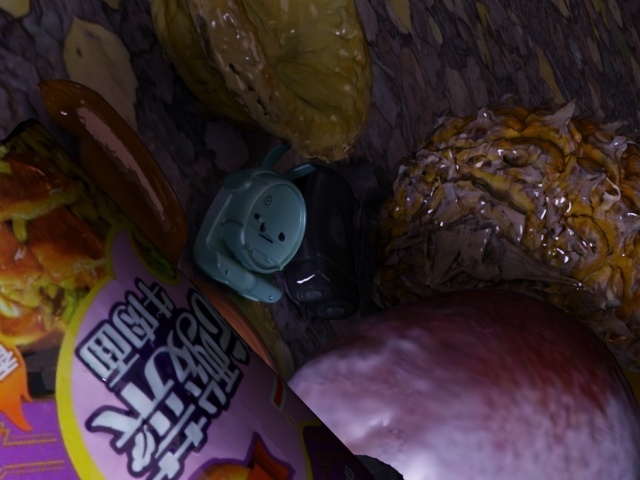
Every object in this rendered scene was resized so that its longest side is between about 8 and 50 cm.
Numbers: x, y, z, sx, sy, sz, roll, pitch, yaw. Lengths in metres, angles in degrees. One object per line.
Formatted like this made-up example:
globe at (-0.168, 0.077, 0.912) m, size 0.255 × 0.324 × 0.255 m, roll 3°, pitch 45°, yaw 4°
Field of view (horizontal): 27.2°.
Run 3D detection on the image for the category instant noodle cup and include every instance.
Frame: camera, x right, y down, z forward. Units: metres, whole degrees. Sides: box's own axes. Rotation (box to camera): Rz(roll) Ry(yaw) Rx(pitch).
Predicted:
instant noodle cup at (-0.158, 0.113, 0.641) m, size 0.266 × 0.340 × 0.340 m, roll 56°, pitch 29°, yaw -12°

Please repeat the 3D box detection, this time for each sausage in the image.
sausage at (-0.156, -0.055, 1.029) m, size 0.183 × 0.054 × 0.062 m, roll 59°, pitch 1°, yaw -18°

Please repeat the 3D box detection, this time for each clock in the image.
clock at (-0.052, -0.019, 1.155) m, size 0.101 × 0.041 × 0.135 m, roll 32°, pitch 78°, yaw -50°

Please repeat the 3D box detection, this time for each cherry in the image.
cherry at (0.116, 0.205, 1.144) m, size 0.335 × 0.291 × 0.326 m, roll -10°, pitch 110°, yaw -49°

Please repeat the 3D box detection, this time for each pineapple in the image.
pineapple at (0.223, 0.015, 1.414) m, size 0.300 × 0.352 × 0.352 m, roll -6°, pitch 79°, yaw -57°

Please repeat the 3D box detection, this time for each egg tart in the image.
egg tart at (-0.065, -0.207, 1.228) m, size 0.315 × 0.120 × 0.315 m, roll 43°, pitch 36°, yaw -43°

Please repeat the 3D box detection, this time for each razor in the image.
razor at (0.000, 0.000, 1.290) m, size 0.090 × 0.054 × 0.148 m, roll 42°, pitch 38°, yaw -45°

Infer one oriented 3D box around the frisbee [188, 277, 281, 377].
frisbee at (-0.090, 0.151, 1.061) m, size 0.251 × 0.021 × 0.250 m, roll 42°, pitch 39°, yaw -47°

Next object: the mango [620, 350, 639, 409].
mango at (0.416, 0.072, 1.863) m, size 0.300 × 0.232 × 0.445 m, roll 51°, pitch 25°, yaw -28°
